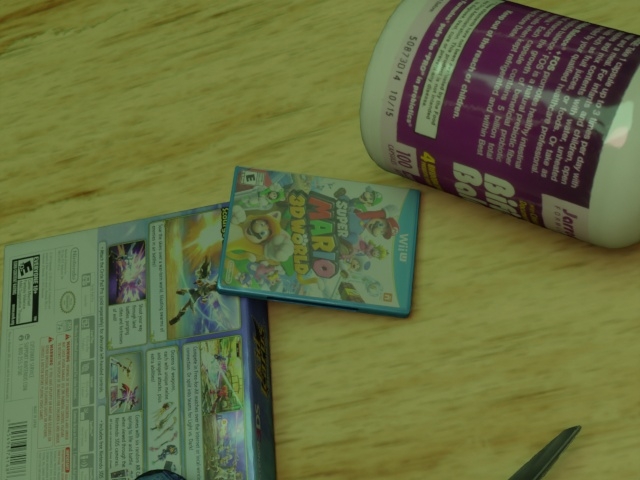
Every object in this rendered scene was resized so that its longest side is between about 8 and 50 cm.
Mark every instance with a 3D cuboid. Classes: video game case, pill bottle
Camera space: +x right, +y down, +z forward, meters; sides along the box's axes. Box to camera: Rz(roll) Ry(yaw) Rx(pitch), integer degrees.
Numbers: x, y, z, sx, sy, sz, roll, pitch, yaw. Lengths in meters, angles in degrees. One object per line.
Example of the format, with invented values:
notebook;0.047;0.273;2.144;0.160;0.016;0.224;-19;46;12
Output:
video game case;-0.166;0.115;1.028;0.244;0.061;0.270;-10;67;15
video game case;0.000;0.000;1.003;0.166;0.015;0.119;8;67;-2
pill bottle;0.197;-0.092;0.922;0.301;0.169;0.169;21;78;25

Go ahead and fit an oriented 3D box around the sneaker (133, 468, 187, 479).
sneaker;-0.169;0.329;0.910;0.330;0.129;0.147;-59;35;6

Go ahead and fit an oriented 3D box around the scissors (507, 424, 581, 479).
scissors;0.089;0.241;0.822;0.297;0.021;0.109;-25;59;-13
